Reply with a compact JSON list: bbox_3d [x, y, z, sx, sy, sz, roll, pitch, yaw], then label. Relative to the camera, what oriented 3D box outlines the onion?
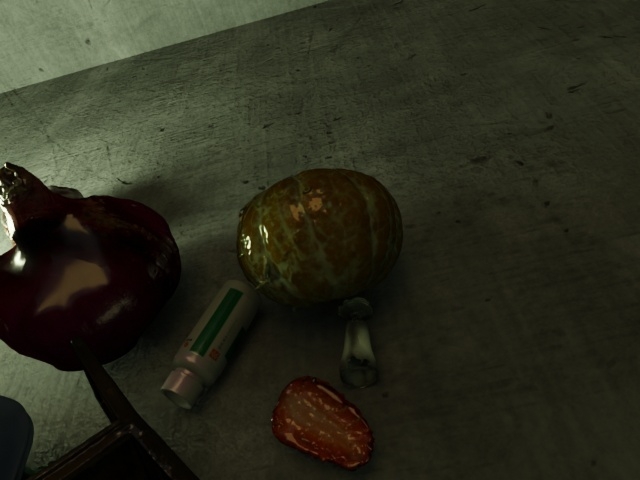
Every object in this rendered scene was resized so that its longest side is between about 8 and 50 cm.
[{"bbox_3d":[-0.505,0.025,1.054,0.399,0.420,0.398,-4,43,4],"label":"onion"}]

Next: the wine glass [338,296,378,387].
[{"bbox_3d":[0.066,0.184,0.942,0.072,0.072,0.155,-9,41,10],"label":"wine glass"}]

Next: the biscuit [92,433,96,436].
[{"bbox_3d":[-0.363,0.462,0.811,0.099,0.038,0.322,-5,43,4],"label":"biscuit"}]

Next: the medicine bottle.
[{"bbox_3d":[-0.211,0.197,1.006,0.095,0.095,0.260,7,46,26],"label":"medicine bottle"}]

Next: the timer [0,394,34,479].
[{"bbox_3d":[-0.652,0.406,0.761,0.395,0.173,0.394,-12,54,17],"label":"timer"}]

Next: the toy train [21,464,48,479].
[{"bbox_3d":[-0.575,0.434,0.881,0.253,0.105,0.157,7,60,28],"label":"toy train"}]

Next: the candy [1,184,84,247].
[{"bbox_3d":[-0.748,-0.052,1.419,0.214,0.157,0.289,-20,32,-24],"label":"candy"}]

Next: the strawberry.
[{"bbox_3d":[0.008,0.303,0.836,0.188,0.082,0.121,30,79,29],"label":"strawberry"}]

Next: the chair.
[{"bbox_3d":[-0.345,0.363,0.740,0.416,0.203,0.241,30,48,34],"label":"chair"}]

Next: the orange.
[{"bbox_3d":[0.000,0.000,1.001,0.329,0.329,0.249,-14,80,5],"label":"orange"}]
